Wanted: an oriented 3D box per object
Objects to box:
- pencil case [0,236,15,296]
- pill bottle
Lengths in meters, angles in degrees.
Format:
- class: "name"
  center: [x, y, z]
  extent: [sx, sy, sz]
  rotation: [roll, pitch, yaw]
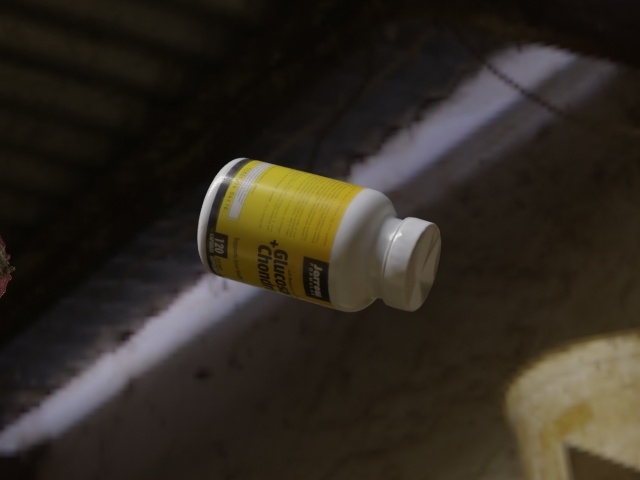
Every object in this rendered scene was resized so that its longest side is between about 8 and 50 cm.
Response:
- class: "pencil case"
  center: [-0.402, 0.060, 1.701]
  extent: [0.167, 0.386, 0.160]
  rotation: [-39, -81, 13]
- class: "pill bottle"
  center: [0.000, 0.000, 1.515]
  extent: [0.184, 0.103, 0.103]
  rotation: [15, -26, 22]
